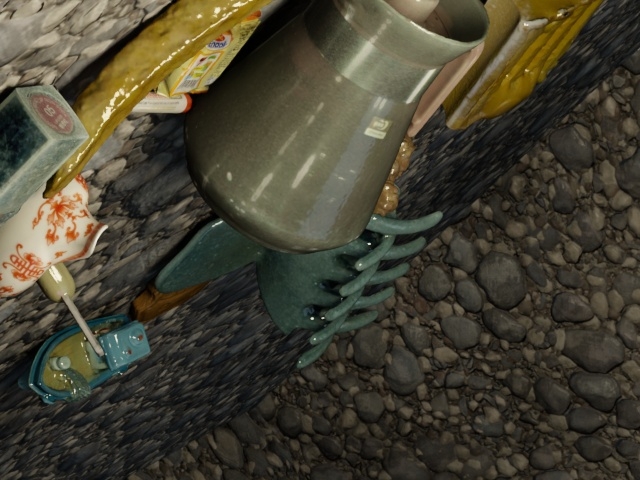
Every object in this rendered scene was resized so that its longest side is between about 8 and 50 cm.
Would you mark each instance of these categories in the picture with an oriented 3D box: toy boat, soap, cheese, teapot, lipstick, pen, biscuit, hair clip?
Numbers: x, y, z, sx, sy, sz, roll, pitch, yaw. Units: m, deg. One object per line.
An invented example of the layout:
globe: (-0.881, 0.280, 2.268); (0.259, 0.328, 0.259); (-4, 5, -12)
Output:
toy boat: (-0.351, 0.180, 2.530); (0.098, 0.109, 0.238); (-8, -169, 39)
soap: (0.303, -0.316, 2.533); (0.259, 0.143, 0.281); (-36, 171, -36)
cheese: (-0.300, 0.051, 1.933); (0.037, 0.192, 0.097); (-32, 166, -10)
teapot: (0.033, -0.169, 1.949); (0.300, 0.253, 0.344); (-2, 141, -47)
teapot: (-0.317, -0.013, 1.800); (0.245, 0.116, 0.159); (-7, -119, 65)
lipstick: (-0.354, -0.036, 1.680); (0.290, 0.077, 0.076); (-42, 170, 25)
pen: (-0.200, -0.152, 1.843); (0.028, 0.028, 0.239); (-41, 170, 18)
biscuit: (-0.213, 0.059, 2.706); (0.182, 0.034, 0.215); (-28, 165, -45)
hair clip: (0.000, 0.000, 2.565); (0.392, 0.238, 0.318); (-26, 156, -45)

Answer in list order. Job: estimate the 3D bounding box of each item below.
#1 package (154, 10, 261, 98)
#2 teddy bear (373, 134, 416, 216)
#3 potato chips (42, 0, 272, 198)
package: (-0.125, -0.205, 1.862); (0.120, 0.031, 0.108); (-49, 166, 28)
teddy bear: (0.073, -0.148, 2.262); (0.223, 0.246, 0.296); (12, 144, -42)
potato chips: (-0.142, -0.195, 1.716); (0.407, 0.080, 0.057); (-40, -176, -9)
